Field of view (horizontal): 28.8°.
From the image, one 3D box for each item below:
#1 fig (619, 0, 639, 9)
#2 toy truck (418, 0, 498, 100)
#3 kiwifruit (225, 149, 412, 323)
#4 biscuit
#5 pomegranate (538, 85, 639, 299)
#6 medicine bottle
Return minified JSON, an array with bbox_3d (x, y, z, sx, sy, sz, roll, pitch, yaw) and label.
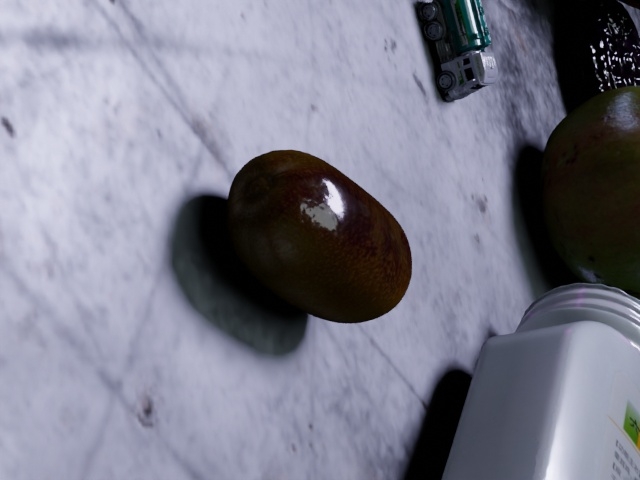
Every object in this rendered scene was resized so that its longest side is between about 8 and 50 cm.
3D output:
[{"bbox_3d":[0.374,-0.409,1.175,0.286,0.368,0.286,45,16,-16],"label":"fig"},{"bbox_3d":[0.104,-0.148,0.915,0.039,0.044,0.083,-12,87,-58],"label":"toy truck"},{"bbox_3d":[0.000,0.000,0.634,0.124,0.075,0.075,29,52,-49],"label":"kiwifruit"},{"bbox_3d":[0.292,-0.154,1.243,0.194,0.053,0.195,32,51,-51],"label":"biscuit"},{"bbox_3d":[0.291,-0.049,1.018,0.181,0.224,0.181,45,32,-39],"label":"pomegranate"},{"bbox_3d":[0.149,0.162,0.771,0.179,0.124,0.324,61,33,-25],"label":"medicine bottle"}]
